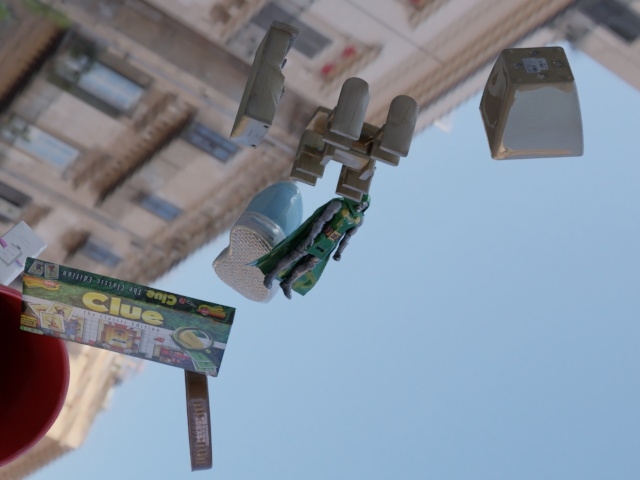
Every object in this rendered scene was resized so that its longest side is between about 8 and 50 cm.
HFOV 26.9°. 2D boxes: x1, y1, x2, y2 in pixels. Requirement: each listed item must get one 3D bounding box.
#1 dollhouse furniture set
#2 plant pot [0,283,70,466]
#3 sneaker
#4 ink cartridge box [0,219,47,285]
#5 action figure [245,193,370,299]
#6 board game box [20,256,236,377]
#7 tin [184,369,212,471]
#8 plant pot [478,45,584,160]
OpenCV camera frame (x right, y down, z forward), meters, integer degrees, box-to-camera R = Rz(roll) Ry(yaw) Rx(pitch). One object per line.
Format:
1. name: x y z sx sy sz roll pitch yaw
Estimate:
1. dollhouse furniture set: 0.010 -0.195 1.983 0.212 0.242 0.161 135 -27 -66
2. plant pot: -0.512 0.160 1.841 0.243 0.275 0.275 22 -97 59
3. sneaker: -0.092 0.003 2.422 0.150 0.135 0.366 -52 180 -22
4. ink cartridge box: -0.557 0.058 2.253 0.115 0.067 0.198 -41 -174 30
5. action figure: 0.000 0.000 2.213 0.232 0.137 0.063 -46 -138 21
6. board game box: -0.242 0.097 1.662 0.136 0.260 0.030 108 -6 -51
7. tin: -0.180 0.251 1.970 0.106 0.040 0.189 -99 -173 -66
8. plant pot: 0.249 -0.166 1.561 0.109 0.109 0.096 -95 -176 -48
